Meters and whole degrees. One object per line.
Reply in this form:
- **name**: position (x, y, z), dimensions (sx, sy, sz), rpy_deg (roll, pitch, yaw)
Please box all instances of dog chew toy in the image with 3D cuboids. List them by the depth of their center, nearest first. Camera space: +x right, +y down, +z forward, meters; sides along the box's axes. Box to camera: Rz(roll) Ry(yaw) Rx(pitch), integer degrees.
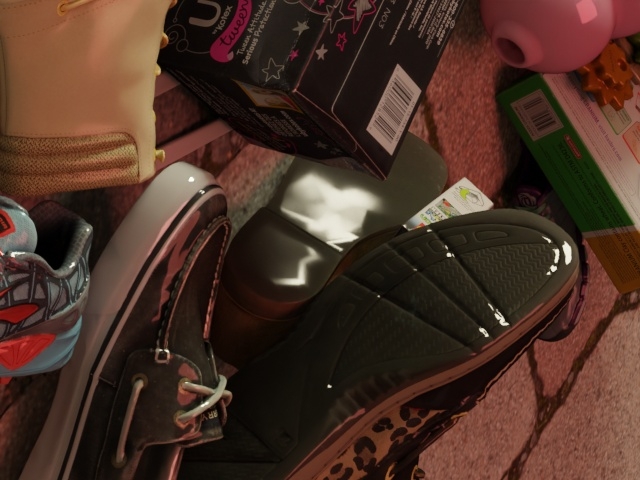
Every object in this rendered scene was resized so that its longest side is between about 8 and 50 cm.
- **dog chew toy**: position (0.270, -0.285, 1.797), dimensions (0.332, 0.207, 0.206), rpy_deg (-50, 141, -24)

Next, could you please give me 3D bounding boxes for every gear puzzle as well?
- **gear puzzle**: position (0.333, -0.250, 1.943), dimensions (0.175, 0.044, 0.339), rpy_deg (51, 46, -12)

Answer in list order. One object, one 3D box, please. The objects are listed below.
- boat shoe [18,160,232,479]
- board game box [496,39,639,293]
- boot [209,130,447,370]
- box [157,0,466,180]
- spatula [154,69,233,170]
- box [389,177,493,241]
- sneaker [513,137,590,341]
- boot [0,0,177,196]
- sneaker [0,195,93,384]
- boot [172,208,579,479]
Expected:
- **boat shoe**: position (-0.118, 0.114, 1.351), dimensions (0.121, 0.119, 0.335), rpy_deg (-7, 119, -69)
- **board game box**: position (0.341, -0.124, 1.975), dimensions (0.316, 0.064, 0.242), rpy_deg (-39, 100, -44)
- **boot**: position (0.000, 0.000, 1.592), dimensions (0.305, 0.112, 0.115), rpy_deg (-42, 162, -46)
- **box**: position (0.010, -0.196, 1.425), dimensions (0.163, 0.142, 0.247), rpy_deg (41, 71, -54)
- **spatula**: position (-0.077, -0.149, 1.463), dimensions (0.242, 0.019, 0.168), rpy_deg (-30, 127, -45)
- **box**: position (0.057, 0.044, 1.614), dimensions (0.114, 0.036, 0.207), rpy_deg (-35, 166, -52)
- **sneaker**: position (0.221, -0.011, 1.944), dimensions (0.098, 0.083, 0.223), rpy_deg (12, 81, -49)
- **boot**: position (-0.123, -0.149, 1.302), dimensions (0.262, 0.095, 0.203), rpy_deg (-26, 122, -44)
- **sneaker**: position (-0.232, 0.026, 1.184), dimensions (0.262, 0.104, 0.125), rpy_deg (-19, 135, -65)
- **boot**: position (0.062, 0.166, 1.519), dimensions (0.377, 0.138, 0.284), rpy_deg (-39, 141, -14)
